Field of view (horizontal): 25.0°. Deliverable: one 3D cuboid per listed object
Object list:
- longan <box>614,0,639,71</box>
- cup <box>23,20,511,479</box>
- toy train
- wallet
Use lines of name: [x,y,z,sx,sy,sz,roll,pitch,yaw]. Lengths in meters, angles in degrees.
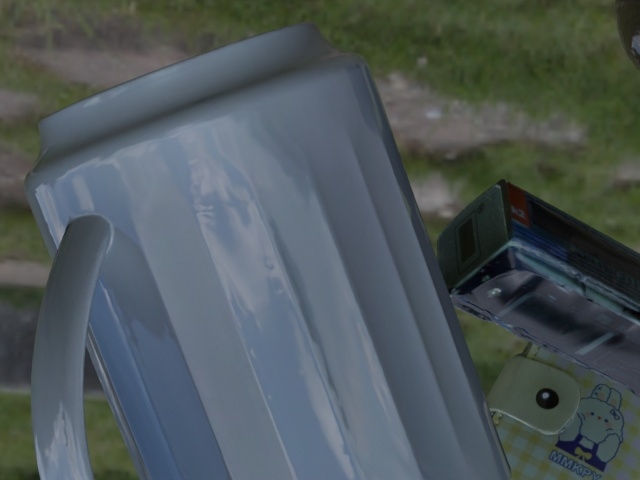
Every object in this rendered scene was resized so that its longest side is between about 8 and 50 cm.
longan: [0.548,-0.317,1.970,0.297,0.297,0.297,4,170,1]
cup: [-0.063,0.055,0.918,0.237,0.327,0.323,-15,-172,43]
toy train: [0.276,0.075,1.152,0.409,0.089,0.086,25,131,-26]
wallet: [0.298,0.222,1.672,0.223,0.309,0.077,30,149,10]
